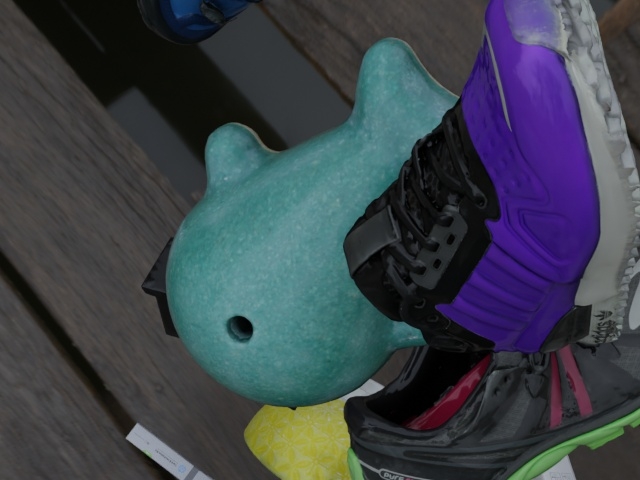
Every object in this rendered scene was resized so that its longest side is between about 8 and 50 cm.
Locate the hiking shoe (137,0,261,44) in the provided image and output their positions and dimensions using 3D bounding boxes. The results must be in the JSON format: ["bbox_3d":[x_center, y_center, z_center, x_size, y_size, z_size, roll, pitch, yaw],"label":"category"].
[{"bbox_3d":[-0.010,-0.222,0.746,0.304,0.113,0.132,-36,55,25],"label":"hiking shoe"}]

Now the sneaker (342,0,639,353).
[{"bbox_3d":[0.080,-0.011,0.571,0.146,0.293,0.102,-10,58,7],"label":"sneaker"}]

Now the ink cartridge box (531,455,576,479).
[{"bbox_3d":[0.339,0.434,1.853,0.066,0.261,0.296,6,44,-15],"label":"ink cartridge box"}]

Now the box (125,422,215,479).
[{"bbox_3d":[-0.249,0.401,1.951,0.186,0.145,0.038,35,77,14],"label":"box"}]

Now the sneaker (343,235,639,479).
[{"bbox_3d":[0.233,0.122,1.189,0.483,0.202,0.185,-36,29,-13],"label":"sneaker"}]

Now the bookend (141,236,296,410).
[{"bbox_3d":[-0.090,0.089,1.164,0.156,0.157,0.072,13,51,17],"label":"bookend"}]

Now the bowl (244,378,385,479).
[{"bbox_3d":[0.047,0.290,1.653,0.289,0.289,0.156,30,95,13],"label":"bowl"}]

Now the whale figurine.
[{"bbox_3d":[0.000,0.000,0.739,0.216,0.141,0.272,42,121,5],"label":"whale figurine"}]
